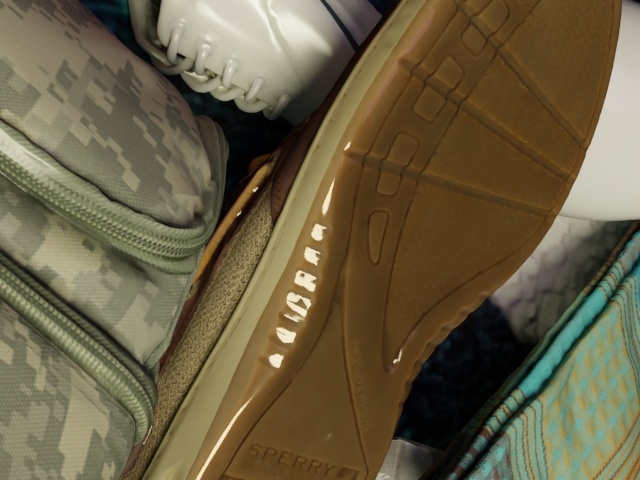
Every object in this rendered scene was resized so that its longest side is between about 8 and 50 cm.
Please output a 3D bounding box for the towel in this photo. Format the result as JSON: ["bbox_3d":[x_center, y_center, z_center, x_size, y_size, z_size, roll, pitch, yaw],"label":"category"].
[{"bbox_3d":[0.194,0.153,0.659,0.370,0.040,0.271,-36,103,-50],"label":"towel"}]

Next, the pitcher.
[{"bbox_3d":[0.182,-0.087,0.692,0.207,0.125,0.177,15,51,-15],"label":"pitcher"}]

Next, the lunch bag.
[{"bbox_3d":[-0.189,-0.032,0.391,0.305,0.213,0.256,42,45,-23],"label":"lunch bag"}]

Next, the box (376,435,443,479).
[{"bbox_3d":[0.062,0.230,0.590,0.183,0.056,0.231,27,67,-37],"label":"box"}]

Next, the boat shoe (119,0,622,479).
[{"bbox_3d":[0.000,0.000,0.508,0.123,0.123,0.342,26,93,-40],"label":"boat shoe"}]

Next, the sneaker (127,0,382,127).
[{"bbox_3d":[-0.041,-0.105,0.577,0.091,0.094,0.258,-41,97,-22],"label":"sneaker"}]
